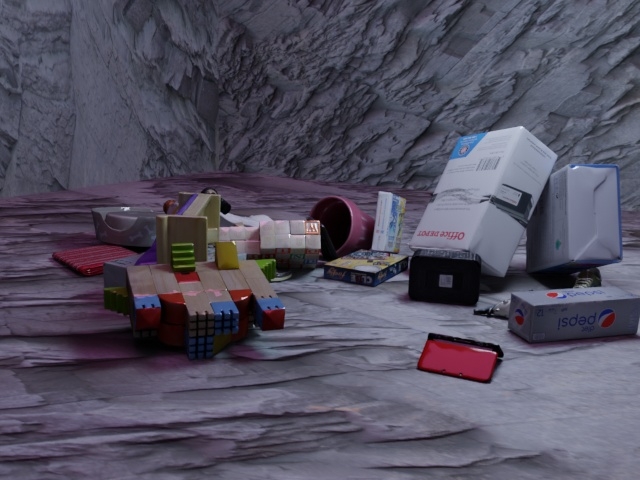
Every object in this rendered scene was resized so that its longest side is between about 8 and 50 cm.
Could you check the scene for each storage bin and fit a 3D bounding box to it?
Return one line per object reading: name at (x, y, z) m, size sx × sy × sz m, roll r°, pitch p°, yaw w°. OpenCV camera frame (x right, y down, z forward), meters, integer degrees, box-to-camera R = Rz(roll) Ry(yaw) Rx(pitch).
storage bin at (0.324, 0.094, 1.774) m, size 0.180 × 0.122 × 0.084 m, roll 5°, pitch 12°, yaw 14°

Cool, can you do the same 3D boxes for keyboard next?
keyboard at (0.000, 0.000, 2.069) m, size 0.023 × 0.180 × 0.108 m, roll -39°, pitch 45°, yaw -17°

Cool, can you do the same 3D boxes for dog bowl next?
dog bowl at (-0.593, -0.048, 2.299) m, size 0.349 × 0.102 × 0.349 m, roll 4°, pitch 6°, yaw 0°

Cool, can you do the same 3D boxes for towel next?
towel at (-0.667, 0.056, 2.049) m, size 0.199 × 0.031 × 0.275 m, roll -10°, pitch 15°, yaw -37°

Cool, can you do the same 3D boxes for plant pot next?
plant pot at (0.084, -0.035, 2.228) m, size 0.201 × 0.201 × 0.180 m, roll 13°, pitch 2°, yaw 43°

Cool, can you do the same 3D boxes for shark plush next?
shark plush at (0.459, 0.174, 1.662) m, size 0.161 × 0.073 × 0.067 m, roll -18°, pitch -9°, yaw 3°

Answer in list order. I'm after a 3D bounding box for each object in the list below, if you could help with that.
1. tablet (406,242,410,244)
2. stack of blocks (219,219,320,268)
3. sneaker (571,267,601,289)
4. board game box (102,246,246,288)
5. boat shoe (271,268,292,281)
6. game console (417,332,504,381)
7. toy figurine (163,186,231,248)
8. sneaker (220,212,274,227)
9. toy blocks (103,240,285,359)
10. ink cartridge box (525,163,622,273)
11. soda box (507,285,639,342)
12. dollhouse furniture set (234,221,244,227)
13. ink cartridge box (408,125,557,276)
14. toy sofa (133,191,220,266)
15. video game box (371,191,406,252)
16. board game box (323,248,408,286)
tablet at (0.353, 0.016, 2.422) m, size 0.054 × 0.006 × 0.083 m, roll -10°, pitch 16°, yaw -42°
stack of blocks at (-0.155, 0.015, 1.980) m, size 0.297 × 0.087 × 0.171 m, roll 0°, pitch -22°, yaw -6°
sneaker at (0.684, 0.120, 1.786) m, size 0.064 × 0.086 × 0.192 m, roll 12°, pitch 16°, yaw 40°
board game box at (-0.374, 0.087, 1.787) m, size 0.224 × 0.097 × 0.303 m, roll 11°, pitch 17°, yaw 33°
boat shoe at (-0.148, 0.089, 1.911) m, size 0.152 × 0.049 × 0.056 m, roll -6°, pitch 14°, yaw -33°
game console at (0.280, 0.238, 1.355) m, size 0.144 × 0.085 × 0.124 m, roll 8°, pitch -18°, yaw 24°
toy figurine at (-0.382, -0.047, 2.118) m, size 0.210 × 0.213 × 0.148 m, roll -18°, pitch 29°, yaw -25°
sneaker at (-0.291, -0.050, 2.440) m, size 0.293 × 0.108 × 0.169 m, roll 19°, pitch 17°, yaw 26°
toy blocks at (-0.246, 0.142, 1.425) m, size 0.382 × 0.190 × 0.261 m, roll -2°, pitch 24°, yaw -20°
ink cartridge box at (0.704, -0.046, 1.967) m, size 0.151 × 0.269 × 0.395 m, roll 3°, pitch -8°, yaw -4°
soda box at (0.576, 0.165, 1.550) m, size 0.286 × 0.091 × 0.098 m, roll -2°, pitch 14°, yaw -17°
dollhouse furniture set at (-0.254, -0.006, 2.198) m, size 0.091 × 0.114 × 0.081 m, roll -10°, pitch 13°, yaw -36°
ink cartridge box at (0.463, -0.108, 1.977) m, size 0.166 × 0.394 × 0.285 m, roll 32°, pitch -12°, yaw -23°
toy sofa at (-0.356, -0.025, 1.730) m, size 0.177 × 0.150 × 0.362 m, roll 3°, pitch 13°, yaw -3°
video game box at (0.224, -0.055, 2.217) m, size 0.048 × 0.187 × 0.205 m, roll 10°, pitch 2°, yaw 21°
board game box at (0.139, 0.077, 2.020) m, size 0.165 × 0.042 × 0.243 m, roll 9°, pitch 14°, yaw 29°
